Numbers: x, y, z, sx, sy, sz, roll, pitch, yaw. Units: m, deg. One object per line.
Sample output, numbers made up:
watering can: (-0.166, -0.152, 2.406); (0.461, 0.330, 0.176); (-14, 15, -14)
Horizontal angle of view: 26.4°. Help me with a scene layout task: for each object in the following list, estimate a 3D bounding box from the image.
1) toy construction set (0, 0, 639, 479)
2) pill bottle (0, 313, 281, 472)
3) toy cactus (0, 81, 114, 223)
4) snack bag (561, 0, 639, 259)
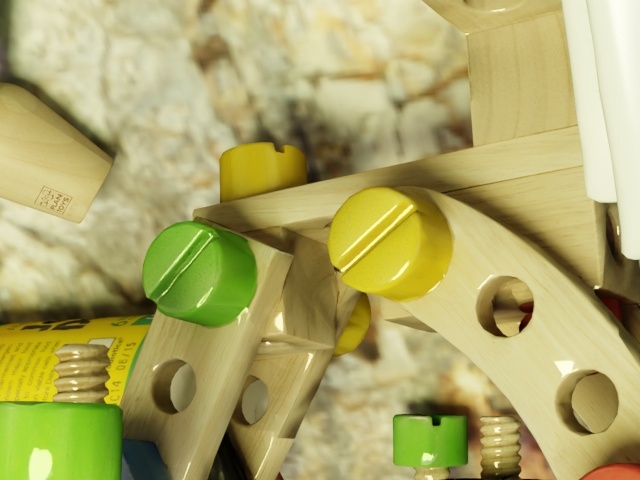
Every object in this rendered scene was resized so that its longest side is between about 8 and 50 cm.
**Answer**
toy construction set: (0.000, 0.000, 0.467); (0.257, 0.309, 0.237); (-9, 77, 56)
pill bottle: (-0.134, 0.097, 0.650); (0.208, 0.117, 0.117); (-5, 118, 23)
toy cactus: (-0.178, -0.063, 0.592); (0.180, 0.112, 0.219); (28, 117, -10)
snack bag: (0.210, -0.176, 0.312); (0.342, 0.037, 0.323); (-13, 113, 4)
